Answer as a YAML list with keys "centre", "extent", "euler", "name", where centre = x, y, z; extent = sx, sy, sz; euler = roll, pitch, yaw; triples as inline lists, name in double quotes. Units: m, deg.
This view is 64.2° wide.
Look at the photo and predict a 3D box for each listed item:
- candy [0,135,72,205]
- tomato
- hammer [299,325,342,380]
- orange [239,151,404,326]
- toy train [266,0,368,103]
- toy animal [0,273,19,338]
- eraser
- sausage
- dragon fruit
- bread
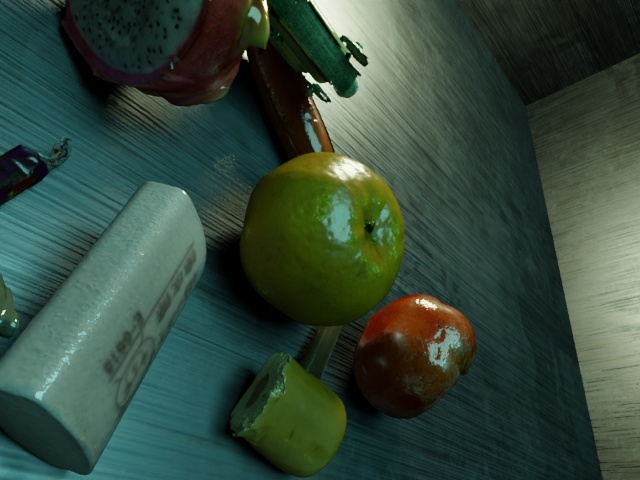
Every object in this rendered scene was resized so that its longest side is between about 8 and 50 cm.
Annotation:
- centre: [-0.342, -0.069, 0.556]
  extent: [0.043, 0.045, 0.175]
  euler: [42, 39, -9]
  name: "candy"
- centre: [0.160, 0.209, 0.934]
  extent: [0.188, 0.232, 0.232]
  euler: [45, 30, 19]
  name: "tomato"
- centre: [0.044, 0.121, 0.963]
  extent: [0.168, 0.044, 0.440]
  euler: [54, 37, -20]
  name: "hammer"
- centre: [0.000, 0.000, 0.814]
  extent: [0.279, 0.235, 0.278]
  euler: [7, 79, -44]
  name: "orange"
- centre: [-0.043, -0.363, 0.880]
  extent: [0.189, 0.126, 0.307]
  euler: [44, 5, 40]
  name: "toy train"
- centre: [-0.384, 0.065, 0.386]
  extent: [0.251, 0.127, 0.125]
  euler: [10, 91, -42]
  name: "toy animal"
- centre: [-0.217, 0.085, 0.547]
  extent: [0.095, 0.174, 0.270]
  euler: [14, 46, 5]
  name: "eraser"
- centre: [-0.063, -0.273, 0.987]
  extent: [0.102, 0.102, 0.330]
  euler: [-24, 92, -55]
  name: "sausage"
- centre: [-0.193, -0.323, 0.698]
  extent: [0.189, 0.291, 0.290]
  euler: [-6, 77, -60]
  name: "dragon fruit"
- centre: [-0.036, 0.253, 0.725]
  extent: [0.173, 0.085, 0.134]
  euler: [44, 67, -27]
  name: "bread"
